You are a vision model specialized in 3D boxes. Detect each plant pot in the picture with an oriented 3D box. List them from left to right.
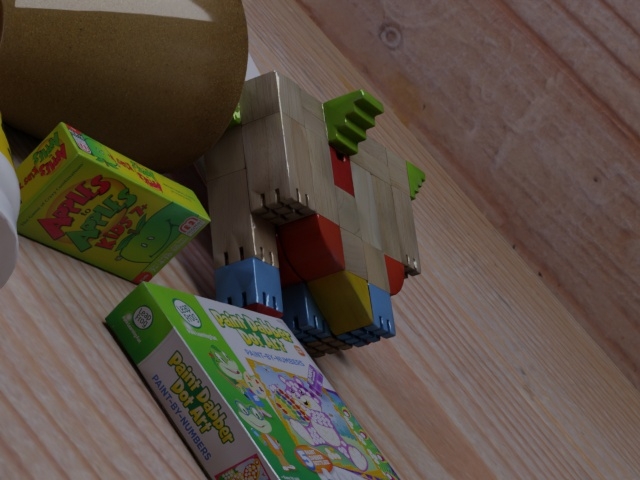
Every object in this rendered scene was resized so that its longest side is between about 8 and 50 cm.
[{"bbox_3d":[-0.237,-0.187,1.446,0.254,0.237,0.237,2,44,-53],"label":"plant pot"}]

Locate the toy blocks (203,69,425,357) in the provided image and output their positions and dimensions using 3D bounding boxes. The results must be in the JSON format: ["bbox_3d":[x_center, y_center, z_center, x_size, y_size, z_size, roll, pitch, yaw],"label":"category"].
[{"bbox_3d":[0.000,0.000,1.628,0.381,0.191,0.261,28,49,-55],"label":"toy blocks"}]

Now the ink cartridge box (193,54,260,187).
[{"bbox_3d":[-0.148,-0.171,1.758,0.296,0.066,0.261,62,26,-13],"label":"ink cartridge box"}]

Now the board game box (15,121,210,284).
[{"bbox_3d":[-0.189,-0.028,1.342,0.181,0.092,0.043,28,23,-52],"label":"board game box"}]

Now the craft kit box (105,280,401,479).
[{"bbox_3d":[-0.042,0.157,1.332,0.246,0.061,0.250,49,13,25],"label":"craft kit box"}]

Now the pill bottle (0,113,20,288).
[{"bbox_3d":[-0.276,-0.048,1.081,0.119,0.119,0.208,36,17,-36],"label":"pill bottle"}]
